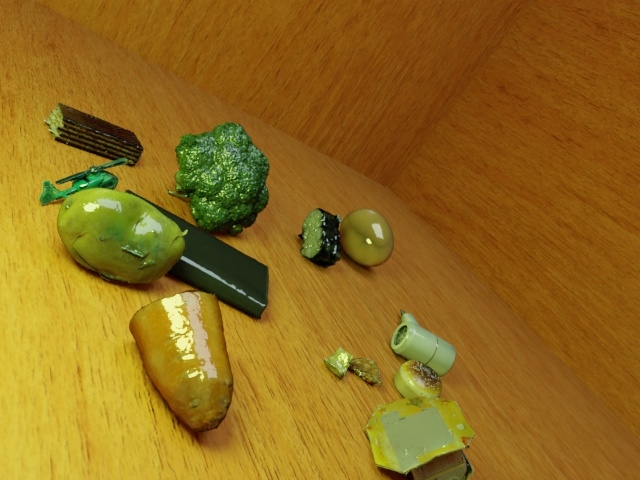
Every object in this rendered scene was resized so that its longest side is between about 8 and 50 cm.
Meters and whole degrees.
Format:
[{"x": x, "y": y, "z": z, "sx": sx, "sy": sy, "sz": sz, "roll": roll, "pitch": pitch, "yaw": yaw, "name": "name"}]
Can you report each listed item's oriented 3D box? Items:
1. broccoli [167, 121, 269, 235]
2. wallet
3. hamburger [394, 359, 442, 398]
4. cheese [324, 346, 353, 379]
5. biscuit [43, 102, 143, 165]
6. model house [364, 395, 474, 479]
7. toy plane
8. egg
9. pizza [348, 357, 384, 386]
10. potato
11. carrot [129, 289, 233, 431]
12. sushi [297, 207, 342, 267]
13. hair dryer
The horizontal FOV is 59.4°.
[{"x": -0.294, "y": -0.167, "z": 1.571, "sx": 0.283, "sy": 0.321, "sz": 0.304, "roll": 2, "pitch": 6, "yaw": 37, "name": "broccoli"}, {"x": -0.304, "y": 0.030, "z": 1.328, "sx": 0.406, "sy": 0.062, "sz": 0.228, "roll": 32, "pitch": 17, "yaw": -18, "name": "wallet"}, {"x": 0.262, "y": 0.371, "z": 1.479, "sx": 0.126, "sy": 0.081, "sz": 0.141, "roll": 45, "pitch": 20, "yaw": 27, "name": "hamburger"}, {"x": 0.044, "y": 0.293, "z": 1.337, "sx": 0.060, "sy": 0.041, "sz": 0.084, "roll": 33, "pitch": 31, "yaw": 15, "name": "cheese"}, {"x": -0.621, "y": -0.289, "z": 1.544, "sx": 0.252, "sy": 0.070, "sz": 0.106, "roll": 18, "pitch": 24, "yaw": -45, "name": "biscuit"}, {"x": 0.215, "y": 0.441, "z": 1.177, "sx": 0.219, "sy": 0.207, "sz": 0.136, "roll": -123, "pitch": -168, "yaw": -71, "name": "model house"}, {"x": -0.525, "y": -0.121, "z": 1.248, "sx": 0.060, "sy": 0.096, "sz": 0.235, "roll": 36, "pitch": 34, "yaw": 10, "name": "toy plane"}, {"x": 0.179, "y": -0.004, "z": 2.118, "sx": 0.201, "sy": 0.201, "sz": 0.244, "roll": 24, "pitch": 22, "yaw": -35, "name": "egg"}, {"x": 0.103, "y": 0.324, "z": 1.402, "sx": 0.099, "sy": 0.029, "sz": 0.100, "roll": 21, "pitch": 19, "yaw": -20, "name": "pizza"}, {"x": -0.383, "y": -0.005, "z": 1.085, "sx": 0.143, "sy": 0.169, "sz": 0.248, "roll": 11, "pitch": -18, "yaw": 47, "name": "potato"}, {"x": -0.208, "y": 0.206, "z": 0.925, "sx": 0.159, "sy": 0.159, "sz": 0.225, "roll": 14, "pitch": 38, "yaw": -51, "name": "carrot"}, {"x": 0.000, "y": 0.000, "z": 1.896, "sx": 0.115, "sy": 0.147, "sz": 0.212, "roll": 32, "pitch": 34, "yaw": -33, "name": "sushi"}, {"x": 0.288, "y": 0.288, "z": 1.777, "sx": 0.173, "sy": 0.107, "sz": 0.357, "roll": 33, "pitch": 8, "yaw": -13, "name": "hair dryer"}]
